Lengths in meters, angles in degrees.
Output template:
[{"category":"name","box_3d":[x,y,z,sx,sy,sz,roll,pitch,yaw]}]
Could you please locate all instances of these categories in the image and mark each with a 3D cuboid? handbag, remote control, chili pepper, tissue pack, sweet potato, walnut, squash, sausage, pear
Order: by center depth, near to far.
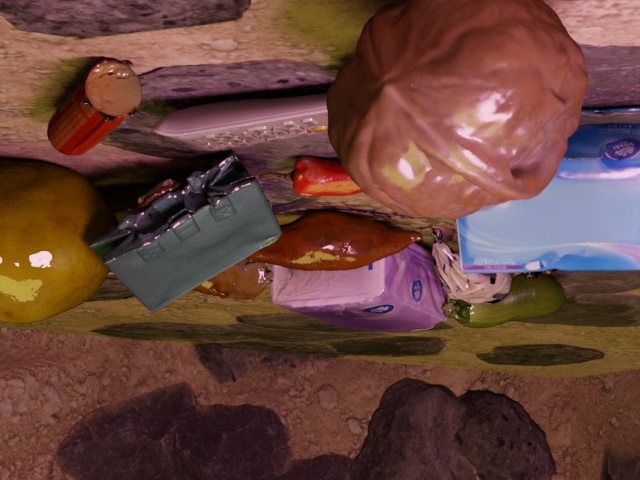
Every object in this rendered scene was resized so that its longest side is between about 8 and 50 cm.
[{"category":"walnut","box_3d":[0.139,-0.144,1.272,0.273,0.227,0.273,-2,169,0]},{"category":"sausage","box_3d":[-0.300,-0.157,1.608,0.083,0.083,0.264,7,167,-24]},{"category":"remote control","box_3d":[-0.057,-0.164,1.621,0.313,0.055,0.109,-7,171,17]},{"category":"tissue pack","box_3d":[0.312,-0.062,1.654,0.263,0.146,0.198,0,130,13]},{"category":"chili pepper","box_3d":[0.039,-0.098,1.877,0.272,0.063,0.071,-4,179,11]},{"category":"pear","box_3d":[-0.461,-0.001,1.954,0.269,0.269,0.321,-8,179,38]},{"category":"handbag","box_3d":[-0.205,-0.020,1.969,0.268,0.100,0.274,-31,160,1]},{"category":"sweet potato","box_3d":[0.005,0.001,2.204,0.359,0.112,0.112,-2,168,-8]},{"category":"tissue pack","box_3d":[0.085,0.083,2.440,0.242,0.160,0.338,-4,165,27]},{"category":"squash","box_3d":[0.389,0.120,2.605,0.107,0.107,0.395,-11,177,43]}]

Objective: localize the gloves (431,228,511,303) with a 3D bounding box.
[{"category":"gloves","box_3d":[0.275,0.055,2.362,0.127,0.111,0.212,5,169,43]}]

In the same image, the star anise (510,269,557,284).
[{"category":"star anise","box_3d":[0.396,0.043,2.470,0.167,0.057,0.168,-1,158,0]}]

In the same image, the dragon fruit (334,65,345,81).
[{"category":"dragon fruit","box_3d":[0.092,-0.170,1.457,0.175,0.138,0.142,30,151,48]}]

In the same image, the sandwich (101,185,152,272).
[{"category":"sandwich","box_3d":[-0.342,0.016,2.173,0.245,0.063,0.212,-7,130,34]}]

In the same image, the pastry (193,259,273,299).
[{"category":"pastry","box_3d":[-0.222,0.038,2.337,0.257,0.121,0.235,13,178,-36]}]
